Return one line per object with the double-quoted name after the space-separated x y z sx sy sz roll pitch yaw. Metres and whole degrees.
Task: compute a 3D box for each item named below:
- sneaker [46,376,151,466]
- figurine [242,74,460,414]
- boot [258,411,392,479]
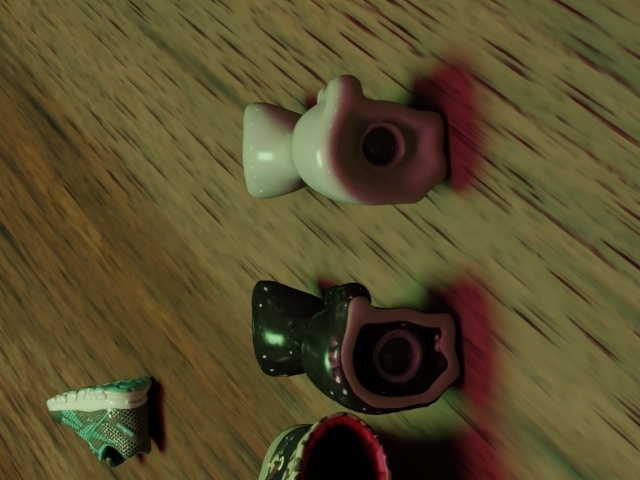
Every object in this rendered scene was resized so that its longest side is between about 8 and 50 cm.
-0.200 0.169 1.582 0.166 0.065 0.076 -15 86 62 "sneaker"
0.000 0.000 1.178 0.209 0.092 0.215 -177 83 -64 "figurine"
-0.011 0.229 1.144 0.178 0.085 0.236 125 153 -74 "boot"
